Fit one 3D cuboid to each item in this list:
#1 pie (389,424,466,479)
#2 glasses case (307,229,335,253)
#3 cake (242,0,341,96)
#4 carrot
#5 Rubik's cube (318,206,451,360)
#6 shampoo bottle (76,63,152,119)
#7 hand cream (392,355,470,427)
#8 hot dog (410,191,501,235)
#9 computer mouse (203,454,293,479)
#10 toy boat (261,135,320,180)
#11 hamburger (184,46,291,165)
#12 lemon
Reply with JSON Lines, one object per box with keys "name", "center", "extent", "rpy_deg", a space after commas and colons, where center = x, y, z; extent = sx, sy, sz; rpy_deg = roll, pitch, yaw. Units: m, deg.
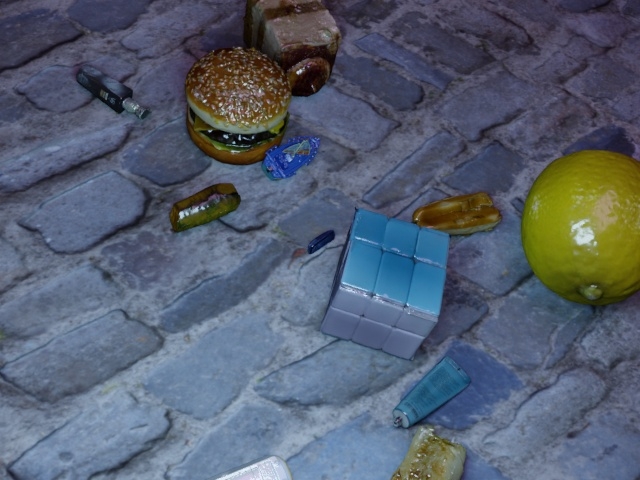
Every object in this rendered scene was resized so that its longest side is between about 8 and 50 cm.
{"name": "pie", "center": [0.204, 0.505, 1.620], "extent": [0.129, 0.068, 0.282], "rpy_deg": [21, 55, 16]}
{"name": "glasses case", "center": [0.000, 0.000, 1.929], "extent": [0.083, 0.033, 0.023], "rpy_deg": [-35, 59, -29]}
{"name": "cake", "center": [-0.072, -0.533, 2.166], "extent": [0.196, 0.198, 0.293], "rpy_deg": [-15, 63, -23]}
{"name": "carrot", "center": [-0.275, -0.081, 1.897], "extent": [0.173, 0.082, 0.082], "rpy_deg": [-22, 64, -24]}
{"name": "Rubik's cube", "center": [0.142, 0.099, 1.781], "extent": [0.225, 0.221, 0.231], "rpy_deg": [16, 56, -2]}
{"name": "shampoo bottle", "center": [-0.527, -0.376, 2.051], "extent": [0.208, 0.057, 0.063], "rpy_deg": [34, 50, 9]}
{"name": "hand cream", "center": [0.236, 0.338, 1.759], "extent": [0.224, 0.048, 0.083], "rpy_deg": [-31, 68, -33]}
{"name": "hot dog", "center": [0.337, -0.059, 2.014], "extent": [0.270, 0.072, 0.109], "rpy_deg": [-10, 58, -19]}
{"name": "computer mouse", "center": [-0.152, 0.491, 1.573], "extent": [0.199, 0.045, 0.102], "rpy_deg": [-18, 64, -22]}
{"name": "toy boat", "center": [-0.058, -0.222, 2.012], "extent": [0.175, 0.110, 0.091], "rpy_deg": [-34, 88, -33]}
{"name": "hamburger", "center": [-0.202, -0.343, 1.997], "extent": [0.291, 0.225, 0.291], "rpy_deg": [6, 54, -8]}
{"name": "lemon", "center": [0.639, -0.009, 1.886], "extent": [0.364, 0.364, 0.364], "rpy_deg": [5, 57, -8]}
